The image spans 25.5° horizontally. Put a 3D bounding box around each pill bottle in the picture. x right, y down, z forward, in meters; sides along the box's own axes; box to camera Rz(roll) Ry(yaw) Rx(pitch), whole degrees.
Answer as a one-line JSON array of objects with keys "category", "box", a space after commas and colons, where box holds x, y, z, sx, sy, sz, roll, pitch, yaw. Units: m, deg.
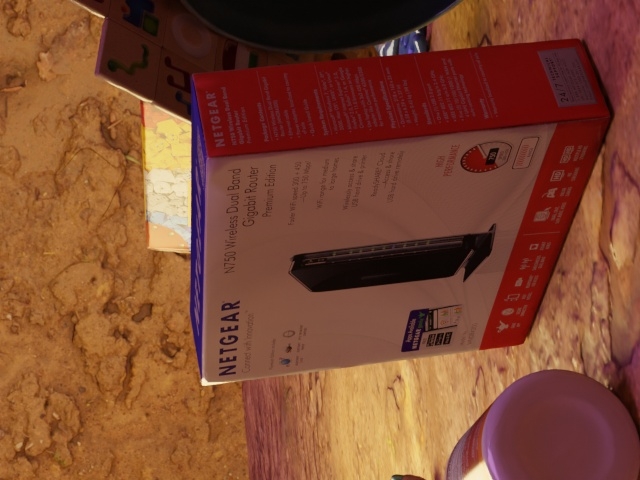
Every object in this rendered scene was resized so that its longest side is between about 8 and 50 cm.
[{"category": "pill bottle", "box": [0.167, 0.188, 1.132, 0.216, 0.121, 0.121, 107, 154, -68]}]

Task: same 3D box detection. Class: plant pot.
[{"category": "plant pot", "box": [0.001, -0.329, 1.238, 0.293, 0.293, 0.196, 99, 164, -58]}]

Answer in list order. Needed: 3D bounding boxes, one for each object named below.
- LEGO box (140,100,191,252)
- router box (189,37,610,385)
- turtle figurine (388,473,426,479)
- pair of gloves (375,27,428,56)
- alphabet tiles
[{"category": "LEGO box", "box": [-0.121, -0.289, 1.902, 0.372, 0.193, 0.500, 96, 177, -50]}, {"category": "router box", "box": [0.046, -0.012, 1.156, 0.335, 0.301, 0.082, 97, 163, -56]}, {"category": "turtle figurine", "box": [0.106, 0.376, 1.626, 0.234, 0.118, 0.175, -81, 3, -70]}, {"category": "pair of gloves", "box": [0.086, -0.228, 1.578, 0.159, 0.023, 0.198, 97, 162, -53]}, {"category": "alphabet tiles", "box": [-0.092, -0.219, 1.298, 0.011, 0.342, 0.285, -26, 49, 42]}]
